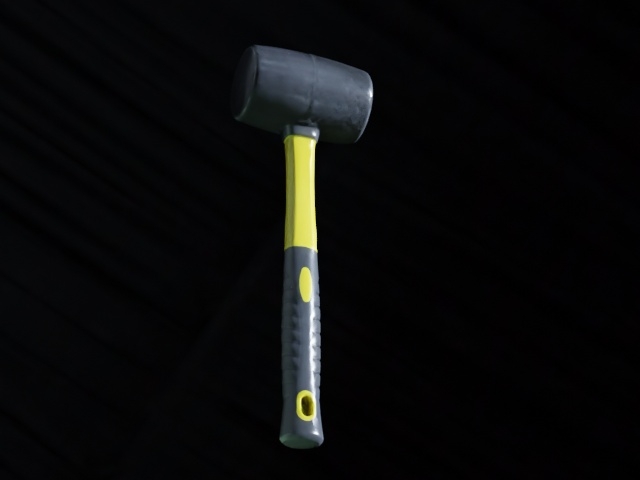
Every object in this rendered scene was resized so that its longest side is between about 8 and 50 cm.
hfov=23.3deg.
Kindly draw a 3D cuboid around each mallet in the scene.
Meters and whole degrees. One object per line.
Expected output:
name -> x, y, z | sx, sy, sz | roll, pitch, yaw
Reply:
mallet -> 0.000, 0.000, 0.685 | 0.039, 0.062, 0.190 | 132, -44, -55
